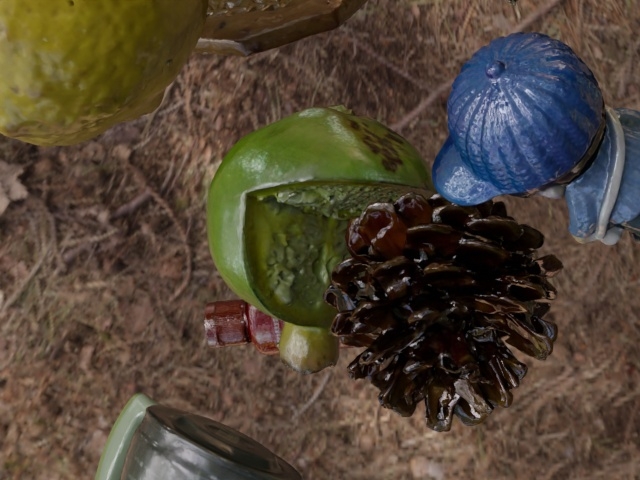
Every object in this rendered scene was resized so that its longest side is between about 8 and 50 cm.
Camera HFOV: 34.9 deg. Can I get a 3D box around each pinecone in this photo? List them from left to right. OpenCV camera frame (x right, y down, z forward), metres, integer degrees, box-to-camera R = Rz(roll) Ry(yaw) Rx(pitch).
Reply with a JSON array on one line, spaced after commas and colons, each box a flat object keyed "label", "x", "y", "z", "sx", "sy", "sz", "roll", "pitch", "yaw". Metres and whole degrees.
[{"label": "pinecone", "x": 0.069, "y": 0.042, "z": 0.574, "sx": 0.140, "sy": 0.121, "sz": 0.140, "roll": 3, "pitch": 143, "yaw": 2}]

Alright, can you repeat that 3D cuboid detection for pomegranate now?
[{"label": "pomegranate", "x": -0.008, "y": -0.009, "z": 0.651, "sx": 0.143, "sy": 0.122, "sz": 0.169, "roll": -15, "pitch": 135, "yaw": -40}]

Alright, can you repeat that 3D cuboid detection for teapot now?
[{"label": "teapot", "x": -0.071, "y": 0.141, "z": 0.545, "sx": 0.092, "sy": 0.124, "sz": 0.091, "roll": 28, "pitch": 86, "yaw": -15}]

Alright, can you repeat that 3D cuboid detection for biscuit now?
[{"label": "biscuit", "x": -0.078, "y": -0.369, "z": 1.491, "sx": 0.359, "sy": 0.359, "sz": 0.046, "roll": -10, "pitch": 127, "yaw": 11}]

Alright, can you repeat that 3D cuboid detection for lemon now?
[{"label": "lemon", "x": -0.305, "y": -0.288, "z": 1.113, "sx": 0.350, "sy": 0.350, "sz": 0.387, "roll": -28, "pitch": 115, "yaw": 20}]

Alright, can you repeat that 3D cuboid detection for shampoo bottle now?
[{"label": "shampoo bottle", "x": -0.009, "y": 0.111, "z": 1.492, "sx": 0.314, "sy": 0.076, "sz": 0.118, "roll": -6, "pitch": 131, "yaw": 6}]

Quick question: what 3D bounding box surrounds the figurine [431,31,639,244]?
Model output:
[{"label": "figurine", "x": 0.125, "y": -0.041, "z": 0.502, "sx": 0.149, "sy": 0.087, "sz": 0.086, "roll": 24, "pitch": 82, "yaw": -22}]

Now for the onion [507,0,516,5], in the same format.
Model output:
[{"label": "onion", "x": 0.263, "y": -0.372, "z": 1.381, "sx": 0.150, "sy": 0.140, "sz": 0.150, "roll": -4, "pitch": 157, "yaw": -2}]
